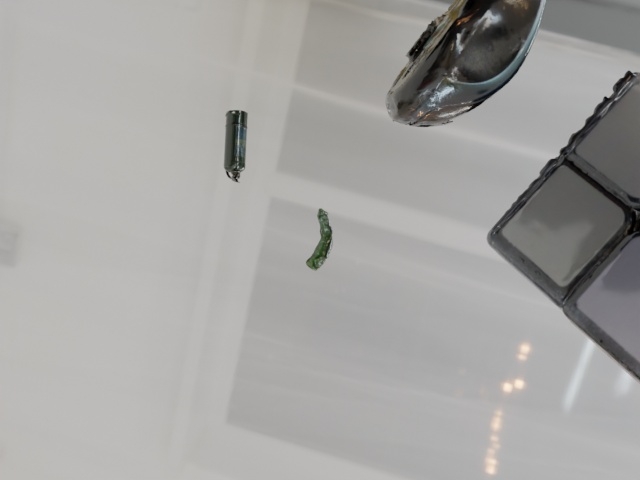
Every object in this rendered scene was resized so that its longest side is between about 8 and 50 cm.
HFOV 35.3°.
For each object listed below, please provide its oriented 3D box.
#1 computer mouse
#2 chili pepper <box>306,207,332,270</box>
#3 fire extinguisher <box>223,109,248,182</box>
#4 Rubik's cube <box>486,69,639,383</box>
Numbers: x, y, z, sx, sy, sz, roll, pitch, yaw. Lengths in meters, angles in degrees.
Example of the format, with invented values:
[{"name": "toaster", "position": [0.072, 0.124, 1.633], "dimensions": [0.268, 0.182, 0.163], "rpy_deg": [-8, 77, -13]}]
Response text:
[{"name": "computer mouse", "position": [0.163, -0.203, 1.044], "dimensions": [0.233, 0.096, 0.137], "rpy_deg": [-51, -167, -4]}, {"name": "chili pepper", "position": [0.007, -0.001, 1.827], "dimensions": [0.055, 0.035, 0.118], "rpy_deg": [-14, 120, -56]}, {"name": "fire extinguisher", "position": [-0.096, -0.101, 1.115], "dimensions": [0.038, 0.025, 0.083], "rpy_deg": [-22, -116, 59]}, {"name": "Rubik's cube", "position": [0.473, 0.017, 1.364], "dimensions": [0.316, 0.313, 0.318], "rpy_deg": [-50, 144, 8]}]
